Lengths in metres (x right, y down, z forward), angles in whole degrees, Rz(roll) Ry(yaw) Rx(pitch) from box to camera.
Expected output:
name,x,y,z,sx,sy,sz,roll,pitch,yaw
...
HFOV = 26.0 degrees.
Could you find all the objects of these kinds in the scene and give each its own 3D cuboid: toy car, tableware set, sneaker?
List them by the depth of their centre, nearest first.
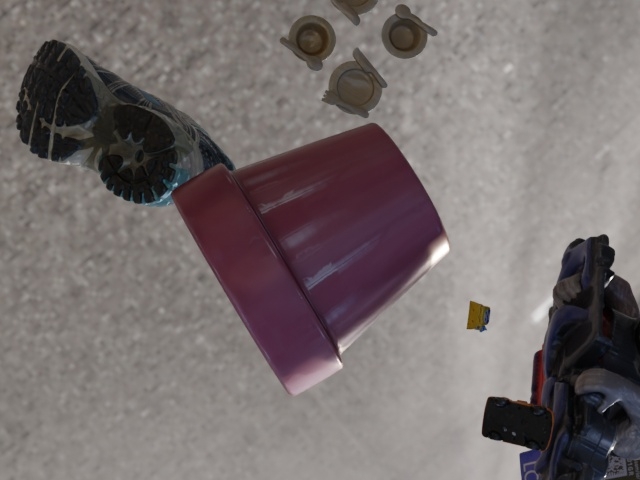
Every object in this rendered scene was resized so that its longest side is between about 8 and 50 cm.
name,x,y,z,sx,sy,sz,roll,pitch,yaw
toy car,0.154,0.105,1.088,0.060,0.122,0.040,-9,174,27
sneaker,-0.193,-0.103,1.358,0.122,0.283,0.110,12,109,-50
tableware set,0.041,-0.235,1.598,0.168,0.141,0.020,-51,-174,-11

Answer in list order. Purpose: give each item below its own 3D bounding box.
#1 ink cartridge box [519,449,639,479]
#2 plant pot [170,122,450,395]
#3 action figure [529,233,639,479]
name,x,y,z,sx,sy,sz,roll,pitch,yaw
ink cartridge box,0.335,0.352,1.395,0.151,0.270,0.395,-17,151,31
plant pot,0.000,0.000,1.163,0.180,0.201,0.201,-32,165,-3
action figure,0.287,0.124,1.135,0.330,0.178,0.341,-37,-156,44
